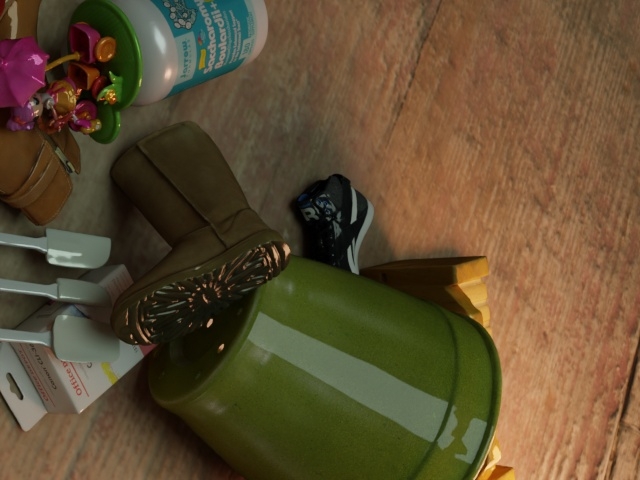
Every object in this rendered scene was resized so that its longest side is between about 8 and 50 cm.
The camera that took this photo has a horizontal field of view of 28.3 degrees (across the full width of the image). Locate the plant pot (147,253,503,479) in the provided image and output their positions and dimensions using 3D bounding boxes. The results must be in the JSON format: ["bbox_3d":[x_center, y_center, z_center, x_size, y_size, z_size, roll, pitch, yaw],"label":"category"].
[{"bbox_3d":[-0.017,0.177,1.642,0.353,0.366,0.366,33,62,-28],"label":"plant pot"}]

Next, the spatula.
[{"bbox_3d":[-0.343,0.055,1.439,0.242,0.019,0.168,9,63,-33],"label":"spatula"}]

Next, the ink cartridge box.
[{"bbox_3d":[-0.293,0.129,1.518,0.198,0.067,0.115,-43,117,-41],"label":"ink cartridge box"}]

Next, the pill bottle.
[{"bbox_3d":[-0.198,-0.257,1.602,0.264,0.146,0.146,-32,110,-45],"label":"pill bottle"}]

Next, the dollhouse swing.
[{"bbox_3d":[0.248,0.192,1.967,0.305,0.315,0.347,-8,92,-36],"label":"dollhouse swing"}]

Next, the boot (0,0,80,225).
[{"bbox_3d":[-0.338,-0.178,1.477,0.220,0.109,0.283,50,41,-42],"label":"boot"}]

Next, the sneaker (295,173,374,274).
[{"bbox_3d":[0.000,0.000,1.855,0.121,0.079,0.217,41,49,-34],"label":"sneaker"}]

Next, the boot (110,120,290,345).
[{"bbox_3d":[-0.189,-0.013,1.538,0.236,0.269,0.089,-25,137,-18],"label":"boot"}]

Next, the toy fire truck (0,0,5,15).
[{"bbox_3d":[-0.446,-0.273,1.338,0.192,0.135,0.047,22,68,-45],"label":"toy fire truck"}]

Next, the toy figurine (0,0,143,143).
[{"bbox_3d":[-0.298,-0.169,1.390,0.159,0.130,0.173,-22,134,-43],"label":"toy figurine"}]
